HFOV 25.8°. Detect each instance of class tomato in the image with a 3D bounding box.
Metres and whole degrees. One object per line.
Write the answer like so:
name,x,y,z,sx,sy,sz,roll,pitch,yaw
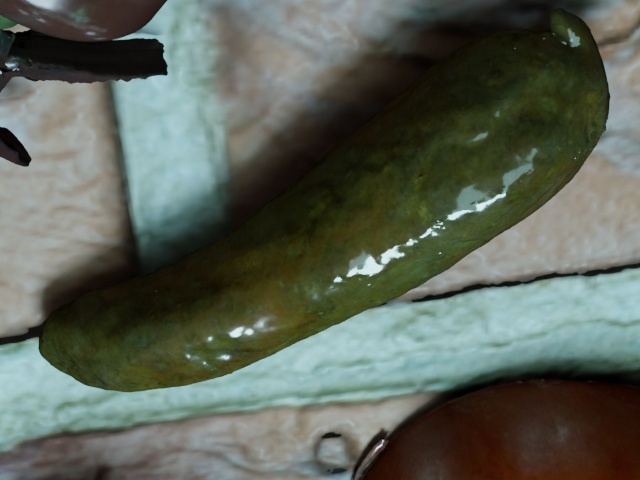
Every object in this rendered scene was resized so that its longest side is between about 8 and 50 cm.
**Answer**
tomato,0.116,0.172,0.726,0.225,0.085,0.225,-7,132,-7

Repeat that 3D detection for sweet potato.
sweet potato,0.000,0.000,0.572,0.273,0.075,0.075,-31,128,21

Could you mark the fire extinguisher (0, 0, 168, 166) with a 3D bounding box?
fire extinguisher,-0.037,-0.144,0.430,0.337,0.106,0.147,-44,148,26
